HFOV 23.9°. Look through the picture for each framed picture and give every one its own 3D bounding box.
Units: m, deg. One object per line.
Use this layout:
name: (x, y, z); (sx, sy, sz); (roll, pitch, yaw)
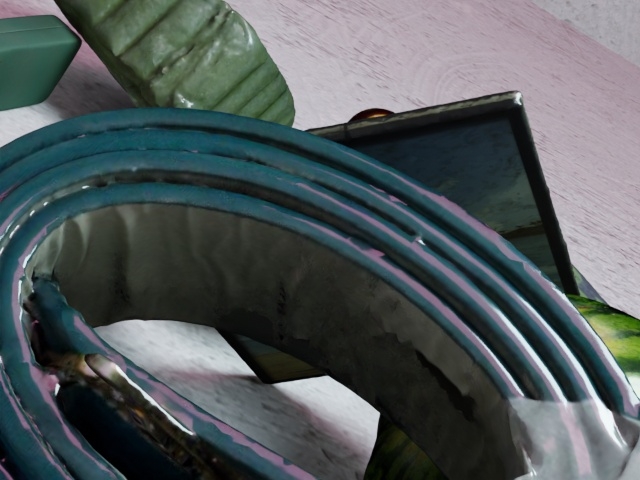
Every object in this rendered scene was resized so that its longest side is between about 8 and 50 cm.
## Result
framed picture: (0.032, 0.015, 1.017); (0.347, 0.265, 0.016); (60, 24, -59)

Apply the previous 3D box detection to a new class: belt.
belt: (-0.020, 0.112, 0.797); (0.436, 0.173, 0.300); (35, 64, 11)

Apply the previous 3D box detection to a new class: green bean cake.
green bean cake: (-0.138, -0.178, 1.416); (0.227, 0.125, 0.222); (48, -1, 23)

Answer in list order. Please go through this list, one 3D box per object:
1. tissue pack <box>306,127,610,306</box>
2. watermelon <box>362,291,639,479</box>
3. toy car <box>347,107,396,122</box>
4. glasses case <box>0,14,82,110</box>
tissue pack: (0.151, 0.067, 1.409); (0.288, 0.124, 0.394); (9, 33, -45)
watermelon: (0.150, 0.163, 1.005); (0.269, 0.269, 0.269); (30, 22, -13)
toy car: (0.000, 0.000, 1.219); (0.248, 0.200, 0.142); (-14, 74, -14)
glasses case: (-0.276, -0.147, 1.285); (0.039, 0.078, 0.184); (42, 22, 9)
